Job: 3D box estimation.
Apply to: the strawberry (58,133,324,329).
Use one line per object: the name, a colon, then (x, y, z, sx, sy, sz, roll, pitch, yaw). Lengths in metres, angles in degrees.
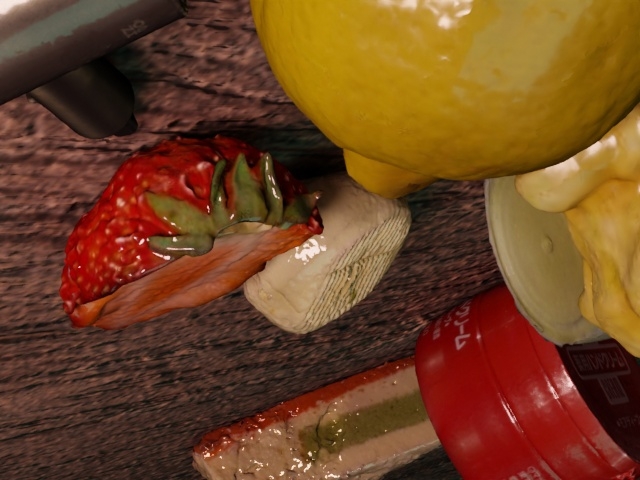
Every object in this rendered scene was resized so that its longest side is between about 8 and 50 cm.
strawberry: (-0.078, -0.002, 0.982, 0.146, 0.082, 0.187, -4, 158, -34)

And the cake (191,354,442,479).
cake: (0.006, 0.182, 1.521, 0.220, 0.086, 0.117, -21, 159, -12)

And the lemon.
lemon: (0.067, -0.127, 0.701, 0.184, 0.184, 0.248, -7, 136, -41)

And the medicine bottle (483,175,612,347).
medicine bottle: (0.200, -0.017, 1.168, 0.143, 0.147, 0.147, -19, 159, -21)

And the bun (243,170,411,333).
bun: (0.000, 0.000, 1.090, 0.115, 0.069, 0.115, -41, 160, -18)

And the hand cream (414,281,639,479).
hand cream: (0.174, 0.122, 1.420, 0.125, 0.193, 0.193, -31, 159, 21)

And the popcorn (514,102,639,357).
popcorn: (0.237, -0.064, 0.986, 0.252, 0.215, 0.286, 37, 80, -33)

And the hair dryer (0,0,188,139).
hair dryer: (-0.140, -0.065, 0.779, 0.195, 0.078, 0.248, -25, 166, 5)
